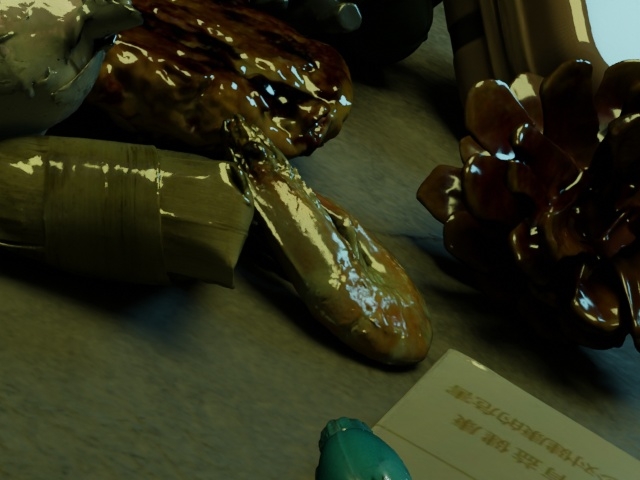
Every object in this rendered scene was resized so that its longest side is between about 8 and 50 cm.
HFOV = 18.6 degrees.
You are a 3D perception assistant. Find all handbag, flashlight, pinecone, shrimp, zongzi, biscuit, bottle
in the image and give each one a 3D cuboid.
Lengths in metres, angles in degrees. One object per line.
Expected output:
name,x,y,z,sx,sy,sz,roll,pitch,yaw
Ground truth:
handbag,0.237,-0.198,1.656,0.301,0.149,0.283,3,68,-43
flashlight,0.026,0.118,0.857,0.051,0.051,0.129,20,19,-17
pinecone,0.188,-0.027,1.292,0.229,0.202,0.201,30,-9,4
shrimp,0.000,0.000,1.183,0.190,0.042,0.101,50,30,7
zongzi,-0.121,-0.019,1.111,0.160,0.078,0.176,11,2,-6
biscuit,-0.139,-0.141,1.322,0.334,0.081,0.289,25,18,-4
bottle,0.028,-0.249,1.660,0.156,0.143,0.271,4,42,-20

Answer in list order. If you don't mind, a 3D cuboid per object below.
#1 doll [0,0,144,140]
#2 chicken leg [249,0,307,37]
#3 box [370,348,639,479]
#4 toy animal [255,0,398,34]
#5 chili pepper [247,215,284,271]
doll,-0.182,-0.098,1.085,0.149,0.095,0.192,-15,-5,-19
chicken leg,-0.058,-0.271,1.529,0.087,0.252,0.107,-18,20,4
box,0.085,0.172,0.931,0.204,0.051,0.365,31,22,11
toy animal,0.062,-0.222,1.481,0.269,0.082,0.137,-28,18,-34
chili pepper,-0.018,-0.003,1.218,0.118,0.035,0.055,28,39,12
